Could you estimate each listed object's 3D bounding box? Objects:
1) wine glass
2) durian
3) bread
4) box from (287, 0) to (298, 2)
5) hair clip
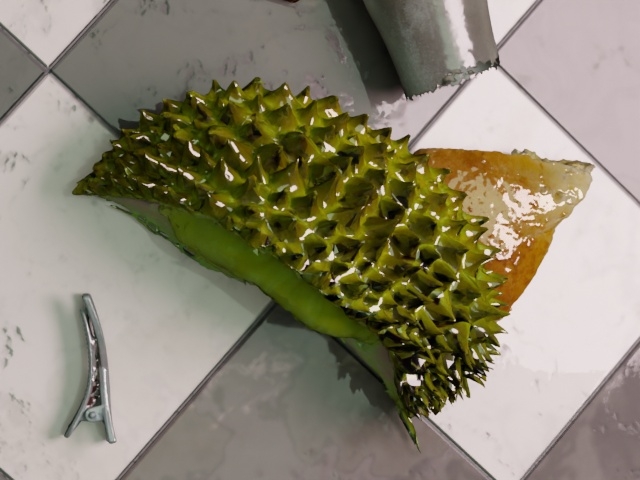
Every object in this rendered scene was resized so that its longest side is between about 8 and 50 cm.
[{"bbox_3d":[0.073,-0.225,1.526,0.103,0.103,0.222,-19,95,-13],"label":"wine glass"},{"bbox_3d":[0.000,0.000,1.498,0.352,0.169,0.158,34,55,-13],"label":"durian"},{"bbox_3d":[0.129,-0.032,1.565,0.136,0.054,0.154,35,80,-9],"label":"bread"},{"bbox_3d":[-0.050,-0.220,1.533,0.082,0.023,0.051,15,86,-14],"label":"box"},{"bbox_3d":[-0.178,0.097,1.498,0.039,0.030,0.115,-4,91,-13],"label":"hair clip"}]
